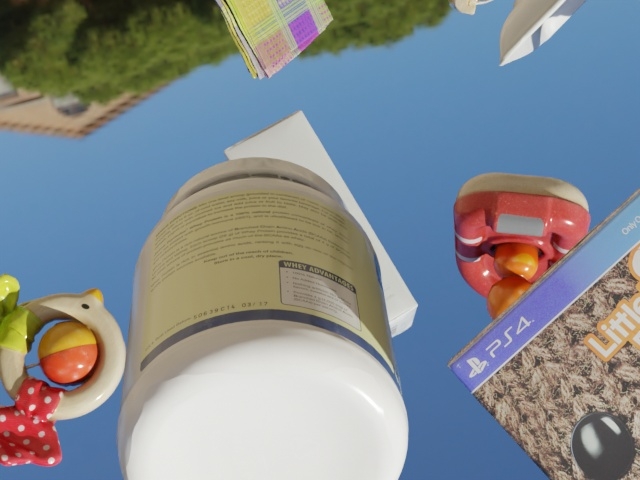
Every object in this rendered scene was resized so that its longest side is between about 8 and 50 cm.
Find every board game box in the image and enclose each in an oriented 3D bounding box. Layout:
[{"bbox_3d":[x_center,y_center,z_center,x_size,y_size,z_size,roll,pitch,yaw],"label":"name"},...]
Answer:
[{"bbox_3d":[0.283,0.119,0.937,0.232,0.291,0.141,-44,171,9],"label":"board game box"}]

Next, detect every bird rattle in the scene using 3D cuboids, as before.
[{"bbox_3d":[-0.351,0.159,1.588,0.207,0.143,0.253,-18,-116,-5],"label":"bird rattle"}]

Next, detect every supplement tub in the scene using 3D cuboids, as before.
[{"bbox_3d":[-0.054,0.089,1.111,0.235,0.235,0.325,-12,-147,4],"label":"supplement tub"}]

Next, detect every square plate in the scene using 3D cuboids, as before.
[{"bbox_3d":[0.343,-0.359,1.454,0.347,0.049,0.344,-48,176,23],"label":"square plate"}]

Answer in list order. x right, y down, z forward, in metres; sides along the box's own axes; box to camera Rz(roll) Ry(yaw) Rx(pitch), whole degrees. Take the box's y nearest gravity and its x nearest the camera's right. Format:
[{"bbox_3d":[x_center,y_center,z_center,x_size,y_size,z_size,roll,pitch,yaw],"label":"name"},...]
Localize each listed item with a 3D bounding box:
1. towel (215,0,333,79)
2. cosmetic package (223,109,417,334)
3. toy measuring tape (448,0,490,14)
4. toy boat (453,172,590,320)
[{"bbox_3d":[-0.025,-0.119,0.615,0.009,0.060,0.083,-17,-161,34],"label":"towel"},{"bbox_3d":[0.000,0.000,2.069,0.156,0.385,0.217,-31,167,-5],"label":"cosmetic package"},{"bbox_3d":[0.252,-0.312,1.094,0.330,0.121,0.121,-23,-160,2],"label":"toy measuring tape"},{"bbox_3d":[0.222,0.029,1.415,0.151,0.151,0.231,6,159,9],"label":"toy boat"}]
